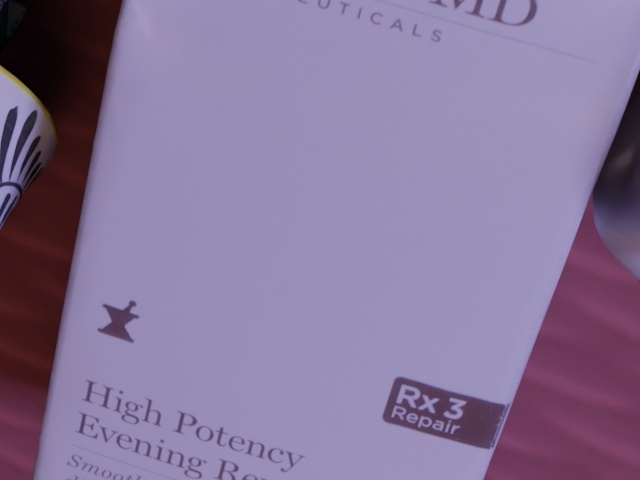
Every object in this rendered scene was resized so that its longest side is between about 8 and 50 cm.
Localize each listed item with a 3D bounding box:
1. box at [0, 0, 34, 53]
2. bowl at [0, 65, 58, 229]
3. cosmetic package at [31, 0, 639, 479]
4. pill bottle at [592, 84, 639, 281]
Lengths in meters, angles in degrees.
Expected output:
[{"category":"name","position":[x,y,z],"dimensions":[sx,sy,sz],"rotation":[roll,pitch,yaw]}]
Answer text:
[{"category":"box","position":[-0.194,-0.191,0.434],"dimensions":[0.232,0.058,0.322],"rotation":[5,126,9]},{"category":"bowl","position":[-0.155,-0.003,0.486],"dimensions":[0.170,0.080,0.170],"rotation":[8,163,2]},{"category":"cosmetic package","position":[0.000,0.000,0.504],"dimensions":[0.117,0.085,0.231],"rotation":[15,127,2]},{"category":"pill bottle","position":[0.166,0.020,0.465],"dimensions":[0.193,0.108,0.108],"rotation":[41,123,-16]}]
